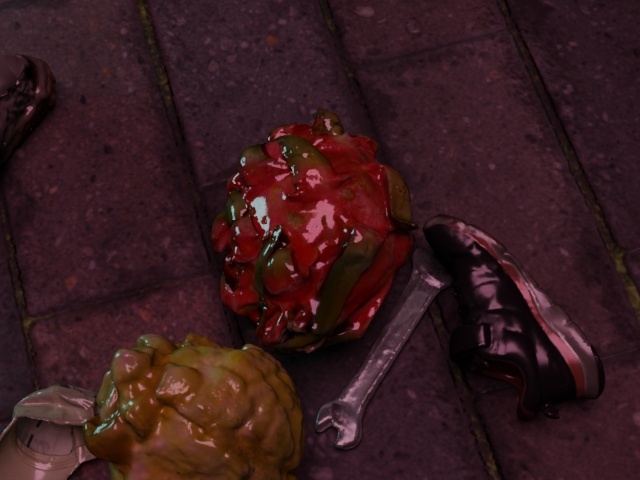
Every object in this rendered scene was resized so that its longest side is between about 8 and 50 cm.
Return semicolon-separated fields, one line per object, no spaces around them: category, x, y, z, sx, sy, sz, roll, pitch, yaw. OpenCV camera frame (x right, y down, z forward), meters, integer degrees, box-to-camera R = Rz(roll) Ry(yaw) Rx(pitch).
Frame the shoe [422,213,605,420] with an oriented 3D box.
shoe;0.207;0.100;1.356;0.137;0.114;0.291;-36;73;-10

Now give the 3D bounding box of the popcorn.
popcorn;-0.135;0.206;1.245;0.259;0.212;0.259;3;106;10

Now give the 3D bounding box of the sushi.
sushi;-0.472;-0.131;1.449;0.124;0.130;0.332;28;67;12

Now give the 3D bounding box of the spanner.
spanner;0.085;0.125;1.390;0.071;0.017;0.302;29;68;14

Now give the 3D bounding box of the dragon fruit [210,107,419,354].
dragon fruit;-0.012;-0.002;1.332;0.237;0.231;0.303;11;64;-1

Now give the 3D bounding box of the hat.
hat;-0.315;0.236;1.318;0.122;0.081;0.166;41;84;-23
